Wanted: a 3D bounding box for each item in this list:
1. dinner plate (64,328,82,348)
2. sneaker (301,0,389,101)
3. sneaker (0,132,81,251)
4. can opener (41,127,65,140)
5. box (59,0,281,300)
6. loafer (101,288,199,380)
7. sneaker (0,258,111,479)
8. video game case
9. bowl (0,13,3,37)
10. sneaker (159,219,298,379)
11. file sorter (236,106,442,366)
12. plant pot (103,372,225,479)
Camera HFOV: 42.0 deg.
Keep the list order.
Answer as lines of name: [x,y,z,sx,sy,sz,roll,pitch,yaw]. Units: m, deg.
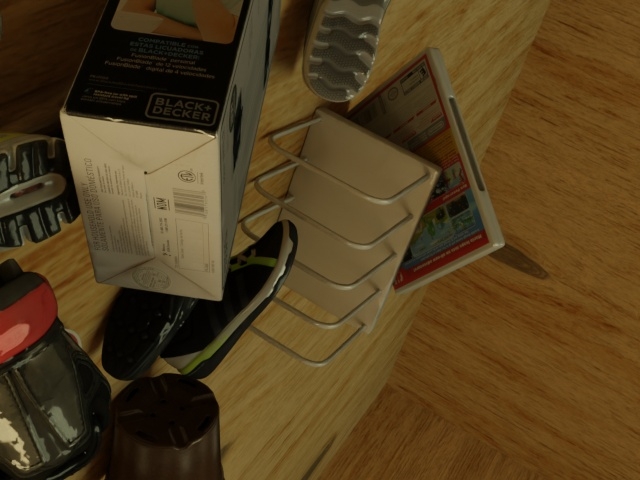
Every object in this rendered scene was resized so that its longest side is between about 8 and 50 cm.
dinner plate: [-0.279,0.141,0.784,0.141,0.017,0.141,-55,163,-25]
sneaker: [0.036,-0.296,0.942,0.281,0.105,0.115,-66,-161,2]
sneaker: [-0.248,-0.014,0.491,0.208,0.094,0.082,-21,122,-35]
can opener: [-0.184,-0.082,0.647,0.059,0.073,0.186,-22,-167,43]
box: [-0.086,-0.125,0.583,0.169,0.087,0.290,98,0,-54]
loafer: [-0.158,0.051,0.902,0.223,0.076,0.078,-63,158,-9]
sneaker: [-0.205,0.093,0.544,0.097,0.135,0.276,-32,-172,-24]
video game case: [0.133,-0.091,1.151,0.025,0.285,0.204,-4,162,-37]
bowl: [-0.226,-0.114,0.429,0.142,0.053,0.142,-56,165,-24]
sneaker: [-0.120,0.061,0.992,0.235,0.097,0.084,-53,-164,0]
file sorter: [0.000,0.000,1.118,0.173,0.192,0.278,-34,149,-55]
plant pot: [-0.193,0.267,1.048,0.167,0.167,0.165,-42,149,-51]
